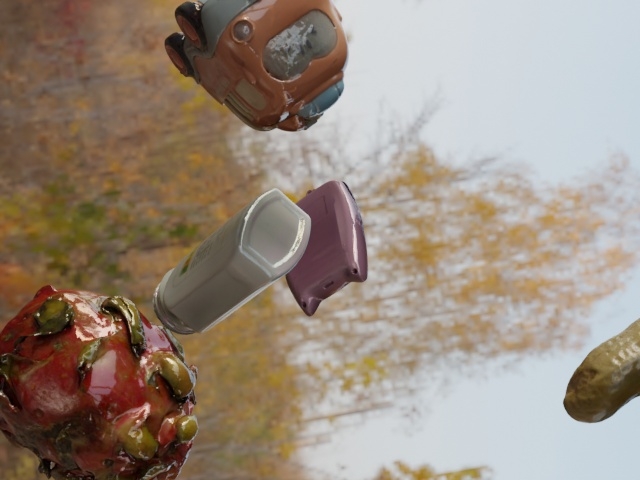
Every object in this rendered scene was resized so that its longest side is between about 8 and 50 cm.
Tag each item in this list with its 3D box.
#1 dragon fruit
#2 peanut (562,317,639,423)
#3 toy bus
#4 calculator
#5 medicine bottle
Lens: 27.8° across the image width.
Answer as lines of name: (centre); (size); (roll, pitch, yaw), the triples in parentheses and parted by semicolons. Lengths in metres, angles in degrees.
dragon fruit: (-0.286, 0.198, 1.705); (0.291, 0.250, 0.269); (32, -29, 20)
peanut: (0.469, 0.196, 1.954); (0.110, 0.236, 0.120); (50, -11, 27)
toy bus: (-0.073, -0.258, 1.781); (0.232, 0.194, 0.288); (55, -17, -2)
calculator: (-0.001, 0.000, 2.580); (0.043, 0.194, 0.294); (35, 29, -40)
medicine bottle: (-0.157, 0.050, 2.123); (0.324, 0.124, 0.179); (-34, -160, 46)
